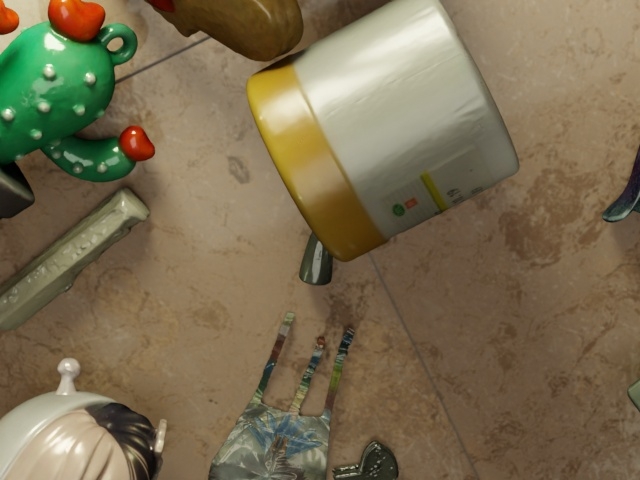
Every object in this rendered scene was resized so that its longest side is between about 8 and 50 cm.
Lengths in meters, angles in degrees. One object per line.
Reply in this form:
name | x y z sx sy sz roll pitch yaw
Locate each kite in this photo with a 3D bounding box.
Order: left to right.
kite | -0.053 0.242 1.337 0.169 0.015 0.310 11 111 -4

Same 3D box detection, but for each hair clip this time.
hair clip | 0.428 -0.141 1.176 0.083 0.048 0.275 14 109 -1

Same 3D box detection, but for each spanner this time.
spanner | 0.039 0.425 1.404 0.093 0.026 0.325 12 112 -6

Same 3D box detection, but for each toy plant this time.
toy plant | -0.374 -0.118 1.114 0.400 0.185 0.279 -43 112 -1

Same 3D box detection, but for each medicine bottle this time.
medicine bottle | 0.070 -0.127 1.076 0.232 0.238 0.238 -26 109 8

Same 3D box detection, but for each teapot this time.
teapot | 0.000 0.000 1.230 0.043 0.043 0.111 7 109 -3

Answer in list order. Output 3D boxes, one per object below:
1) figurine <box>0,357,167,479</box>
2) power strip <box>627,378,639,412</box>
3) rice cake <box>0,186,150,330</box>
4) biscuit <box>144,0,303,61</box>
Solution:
figurine | -0.376 0.345 1.258 0.211 0.253 0.361 46 113 1
power strip | 0.514 0.285 1.267 0.059 0.193 0.265 -41 70 16
rice cake | -0.327 0.028 1.235 0.256 0.052 0.057 -37 136 13
biscuit | -0.135 -0.360 0.929 0.368 0.076 0.394 44 149 0
